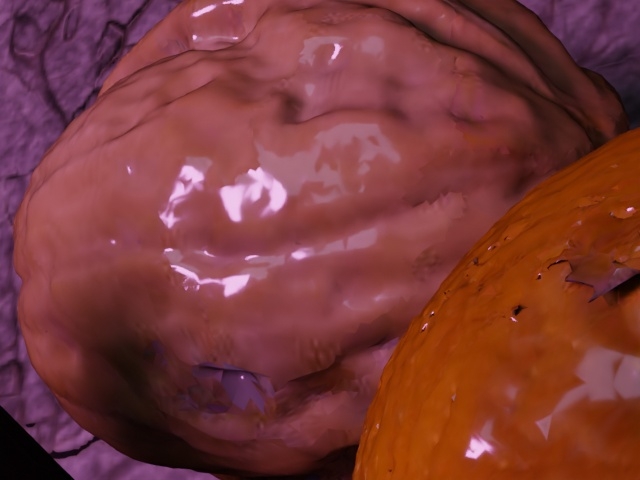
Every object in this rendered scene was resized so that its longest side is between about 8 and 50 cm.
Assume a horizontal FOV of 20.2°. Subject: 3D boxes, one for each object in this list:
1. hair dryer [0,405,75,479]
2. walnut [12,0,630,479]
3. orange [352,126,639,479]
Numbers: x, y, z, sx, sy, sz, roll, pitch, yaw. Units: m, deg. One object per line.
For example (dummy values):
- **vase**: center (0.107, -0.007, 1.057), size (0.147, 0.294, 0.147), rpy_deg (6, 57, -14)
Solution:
- **hair dryer**: center (-0.128, 0.078, 0.590), size (0.189, 0.352, 0.107), rpy_deg (0, 52, 32)
- **walnut**: center (0.000, 0.000, 0.658), size (0.245, 0.198, 0.198), rpy_deg (-9, 60, 32)
- **orange**: center (0.137, 0.089, 0.476), size (0.274, 0.274, 0.274), rpy_deg (-14, 57, 23)
